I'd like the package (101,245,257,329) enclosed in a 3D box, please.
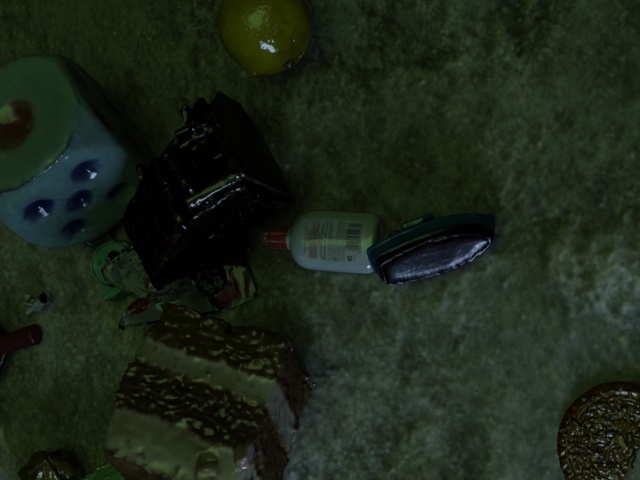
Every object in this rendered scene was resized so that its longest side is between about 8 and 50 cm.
[{"bbox_3d":[-0.268,0.065,1.707,0.269,0.071,0.194,-21,84,-5],"label":"package"}]

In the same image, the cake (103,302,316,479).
[{"bbox_3d":[-0.187,0.294,1.503,0.282,0.256,0.290,16,62,19],"label":"cake"}]

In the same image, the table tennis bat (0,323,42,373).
[{"bbox_3d":[-0.704,0.230,1.860,0.310,0.038,0.200,-17,76,18],"label":"table tennis bat"}]

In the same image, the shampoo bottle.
[{"bbox_3d":[0.000,0.000,1.626,0.220,0.051,0.108,3,85,22],"label":"shampoo bottle"}]

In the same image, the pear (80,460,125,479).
[{"bbox_3d":[-0.268,0.483,1.611,0.288,0.139,0.239,34,72,30],"label":"pear"}]

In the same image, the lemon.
[{"bbox_3d":[-0.102,-0.399,1.668,0.173,0.173,0.206,-14,68,18],"label":"lemon"}]

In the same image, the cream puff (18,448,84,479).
[{"bbox_3d":[-0.517,0.461,1.711,0.146,0.116,0.146,-3,78,17],"label":"cream puff"}]

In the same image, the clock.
[{"bbox_3d":[-0.404,0.044,1.775,0.101,0.041,0.135,-39,70,11],"label":"clock"}]

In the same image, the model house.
[{"bbox_3d":[-0.240,-0.097,1.584,0.282,0.297,0.317,-36,58,11],"label":"model house"}]

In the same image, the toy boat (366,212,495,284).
[{"bbox_3d":[0.188,0.003,1.540,0.223,0.100,0.097,-19,38,8],"label":"toy boat"}]

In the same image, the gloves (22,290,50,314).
[{"bbox_3d":[-0.567,0.124,1.825,0.081,0.037,0.044,-9,41,34],"label":"gloves"}]

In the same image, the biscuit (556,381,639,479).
[{"bbox_3d":[0.436,0.308,1.423,0.126,0.025,0.206,23,89,23],"label":"biscuit"}]

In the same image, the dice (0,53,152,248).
[{"bbox_3d":[-0.497,-0.166,1.712,0.264,0.262,0.268,-38,63,5],"label":"dice"}]
